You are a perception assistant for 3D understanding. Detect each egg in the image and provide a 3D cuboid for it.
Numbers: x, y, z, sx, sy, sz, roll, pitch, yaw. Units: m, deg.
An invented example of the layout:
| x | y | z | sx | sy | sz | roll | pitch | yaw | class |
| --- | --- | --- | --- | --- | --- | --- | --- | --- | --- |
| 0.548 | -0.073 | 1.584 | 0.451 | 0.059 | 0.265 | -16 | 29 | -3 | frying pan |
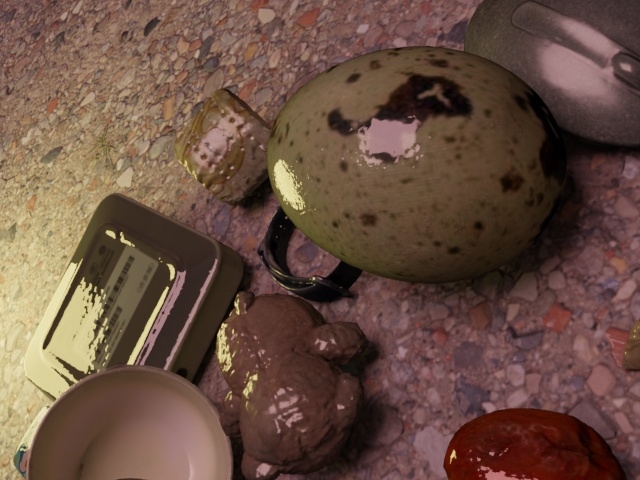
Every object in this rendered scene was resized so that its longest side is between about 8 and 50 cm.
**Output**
| x | y | z | sx | sy | sz | roll | pitch | yaw | class |
| --- | --- | --- | --- | --- | --- | --- | --- | --- | --- |
| 0.109 | -0.093 | 1.067 | 0.379 | 0.287 | 0.288 | 9 | 73 | 38 | egg |

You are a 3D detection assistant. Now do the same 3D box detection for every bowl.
| x | y | z | sx | sy | sz | roll | pitch | yaw | class |
| --- | --- | --- | --- | --- | --- | --- | --- | --- | --- |
| -0.261 | 0.317 | 1.225 | 0.145 | 0.276 | 0.277 | 121 | 169 | -75 | bowl |

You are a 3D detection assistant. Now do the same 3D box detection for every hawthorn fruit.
| x | y | z | sx | sy | sz | roll | pitch | yaw | class |
| --- | --- | --- | --- | --- | --- | --- | --- | --- | --- |
| 0.214 | 0.254 | 0.884 | 0.179 | 0.174 | 0.173 | -24 | 47 | -3 | hawthorn fruit |

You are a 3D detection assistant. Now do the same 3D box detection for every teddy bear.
| x | y | z | sx | sy | sz | roll | pitch | yaw | class |
| --- | --- | --- | --- | --- | --- | --- | --- | --- | --- |
| -0.042 | 0.185 | 1.145 | 0.236 | 0.151 | 0.267 | -40 | 48 | 7 | teddy bear |

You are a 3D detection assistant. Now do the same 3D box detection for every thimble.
| x | y | z | sx | sy | sz | roll | pitch | yaw | class |
| --- | --- | --- | --- | --- | --- | --- | --- | --- | --- |
| -0.147 | -0.151 | 1.455 | 0.143 | 0.137 | 0.190 | -49 | 58 | 6 | thimble |

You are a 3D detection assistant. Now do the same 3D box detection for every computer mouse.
| x | y | z | sx | sy | sz | roll | pitch | yaw | class |
| --- | --- | --- | --- | --- | --- | --- | --- | --- | --- |
| 0.311 | -0.245 | 1.108 | 0.203 | 0.114 | 0.374 | -53 | 44 | 2 | computer mouse |

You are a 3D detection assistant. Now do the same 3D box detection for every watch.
| x | y | z | sx | sy | sz | roll | pitch | yaw | class |
| --- | --- | --- | --- | --- | --- | --- | --- | --- | --- |
| 0.000 | 0.000 | 1.283 | 0.193 | 0.068 | 0.206 | -48 | 40 | 15 | watch |

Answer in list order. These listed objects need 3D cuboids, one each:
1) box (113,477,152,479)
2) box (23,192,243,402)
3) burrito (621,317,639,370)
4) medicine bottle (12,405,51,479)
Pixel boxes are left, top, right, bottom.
| x | y | z | sx | sy | sz | roll | pitch | yaw | class |
| --- | --- | --- | --- | --- | --- | --- | --- | --- | --- |
| -0.236 | 0.504 | 1.068 | 0.108 | 0.263 | 0.404 | 128 | 156 | -76 | box |
| -0.329 | 0.127 | 1.455 | 0.373 | 0.090 | 0.367 | 22 | 84 | 42 | box |
| 0.406 | 0.113 | 0.859 | 0.229 | 0.063 | 0.058 | 0 | 106 | 50 | burrito |
| -0.411 | 0.365 | 1.415 | 0.188 | 0.094 | 0.119 | 25 | 82 | 47 | medicine bottle |
